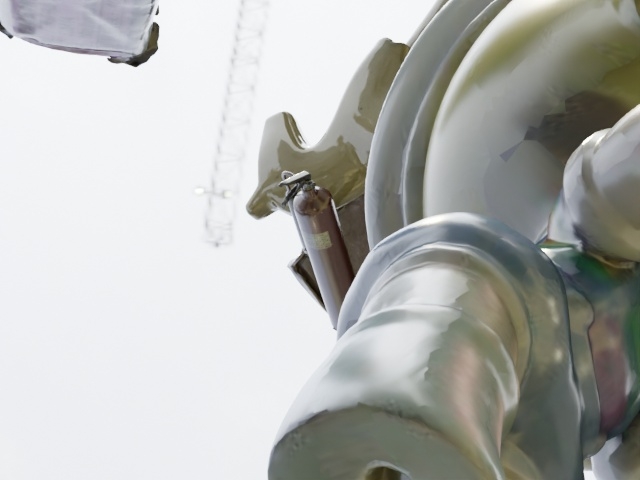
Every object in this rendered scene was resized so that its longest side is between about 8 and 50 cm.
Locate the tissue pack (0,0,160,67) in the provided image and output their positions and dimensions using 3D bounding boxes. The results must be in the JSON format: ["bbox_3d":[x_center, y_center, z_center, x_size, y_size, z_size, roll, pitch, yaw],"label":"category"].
[{"bbox_3d":[-0.104,-0.261,0.761,0.122,0.361,0.259,6,-104,-11],"label":"tissue pack"}]

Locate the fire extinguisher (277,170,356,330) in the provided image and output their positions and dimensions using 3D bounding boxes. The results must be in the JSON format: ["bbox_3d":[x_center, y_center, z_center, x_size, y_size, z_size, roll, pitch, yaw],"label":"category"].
[{"bbox_3d":[0.000,0.000,1.143,0.035,0.049,0.173,-15,-43,2],"label":"fire extinguisher"}]

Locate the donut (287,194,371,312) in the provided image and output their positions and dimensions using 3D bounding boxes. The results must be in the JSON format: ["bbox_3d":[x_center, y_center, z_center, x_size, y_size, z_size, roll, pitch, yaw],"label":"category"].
[{"bbox_3d":[0.154,-0.038,1.284,0.259,0.345,0.136,34,-154,11],"label":"donut"}]

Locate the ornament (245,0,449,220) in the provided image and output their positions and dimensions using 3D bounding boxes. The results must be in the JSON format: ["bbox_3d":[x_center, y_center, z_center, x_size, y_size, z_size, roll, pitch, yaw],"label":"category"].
[{"bbox_3d":[0.065,-0.088,1.152,0.245,0.230,0.061,-56,-39,-2],"label":"ornament"}]

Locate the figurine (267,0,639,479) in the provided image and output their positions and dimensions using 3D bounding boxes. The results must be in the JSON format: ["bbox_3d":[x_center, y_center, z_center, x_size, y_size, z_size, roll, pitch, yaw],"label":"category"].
[{"bbox_3d":[0.077,-0.005,0.503,0.382,0.205,0.224,-15,-79,-62],"label":"figurine"}]
